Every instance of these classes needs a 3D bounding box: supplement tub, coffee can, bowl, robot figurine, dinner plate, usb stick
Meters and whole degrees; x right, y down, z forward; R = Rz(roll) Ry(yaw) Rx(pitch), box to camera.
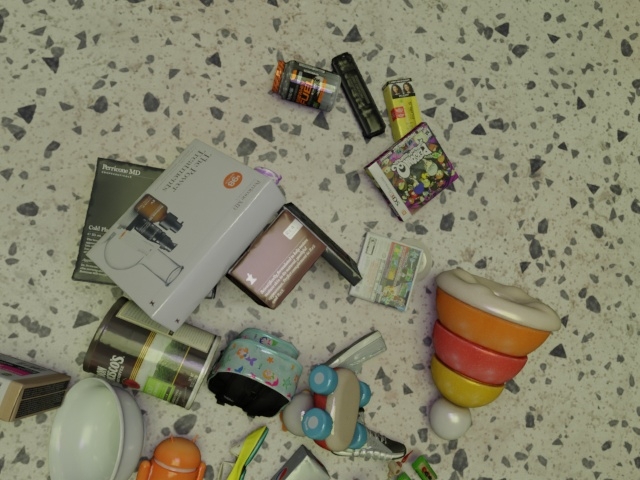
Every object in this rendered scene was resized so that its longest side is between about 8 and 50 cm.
[{"bbox_3d":[-0.043,-0.464,1.409,0.191,0.117,0.116,13,81,-9],"label":"supplement tub"},{"bbox_3d":[-0.422,0.288,1.211,0.276,0.201,0.201,24,80,-7],"label":"coffee can"},{"bbox_3d":[-0.530,0.493,1.172,0.134,0.298,0.297,24,76,-52],"label":"bowl"},{"bbox_3d":[-0.385,0.611,1.222,0.158,0.128,0.219,17,82,-2],"label":"robot figurine"},{"bbox_3d":[0.283,0.062,1.465,0.141,0.017,0.141,1,85,-12],"label":"dinner plate"},{"bbox_3d":[0.119,-0.452,1.476,0.077,0.045,0.277,-25,89,-5],"label":"usb stick"}]

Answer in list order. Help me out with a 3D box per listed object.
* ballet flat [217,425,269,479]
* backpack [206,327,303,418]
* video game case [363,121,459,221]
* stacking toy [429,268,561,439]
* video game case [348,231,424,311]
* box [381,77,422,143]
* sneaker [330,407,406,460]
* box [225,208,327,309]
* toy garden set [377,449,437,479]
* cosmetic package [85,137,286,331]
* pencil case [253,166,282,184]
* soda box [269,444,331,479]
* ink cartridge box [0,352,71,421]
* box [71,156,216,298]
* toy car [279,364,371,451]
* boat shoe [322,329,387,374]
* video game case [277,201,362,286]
[{"bbox_3d":[-0.223,0.602,1.283,0.077,0.077,0.230,24,81,10],"label":"ballet flat"},{"bbox_3d":[-0.164,0.343,1.230,0.225,0.253,0.191,27,60,-6],"label":"backpack"},{"bbox_3d":[0.281,-0.208,1.442,0.232,0.042,0.210,-38,108,-5],"label":"video game case"},{"bbox_3d":[0.433,0.351,1.362,0.351,0.350,0.479,17,100,-9],"label":"stacking toy"},{"bbox_3d":[0.199,0.095,1.430,0.184,0.023,0.201,18,83,-3],"label":"video game case"},{"bbox_3d":[0.265,-0.388,1.488,0.088,0.058,0.232,-10,87,-13],"label":"box"},{"bbox_3d":[0.140,0.547,1.350,0.229,0.086,0.132,7,80,-9],"label":"sneaker"},{"bbox_3d":[-0.128,0.058,1.199,0.143,0.381,0.191,41,78,-4],"label":"box"},{"bbox_3d":[0.211,0.702,1.316,0.244,0.049,0.203,-39,121,-12],"label":"toy garden set"},{"bbox_3d":[-0.303,-0.029,1.066,0.284,0.097,0.377,31,75,31],"label":"cosmetic package"},{"bbox_3d":[-0.186,-0.109,1.345,0.088,0.086,0.206,15,72,12],"label":"pencil case"},{"bbox_3d":[-0.108,0.707,1.280,0.286,0.091,0.098,-44,93,-12],"label":"soda box"},{"bbox_3d":[-0.760,0.340,1.121,0.235,0.193,0.088,16,80,5],"label":"ink cartridge box"},{"bbox_3d":[-0.425,-0.021,1.256,0.344,0.179,0.312,10,82,-10],"label":"box"},{"bbox_3d":[-0.020,0.450,1.283,0.219,0.238,0.210,39,52,-46],"label":"toy car"},{"bbox_3d":[0.096,0.349,1.364,0.228,0.079,0.081,-30,86,-16],"label":"boat shoe"},{"bbox_3d":[0.000,0.000,1.300,0.275,0.248,0.035,44,95,-4],"label":"video game case"}]
